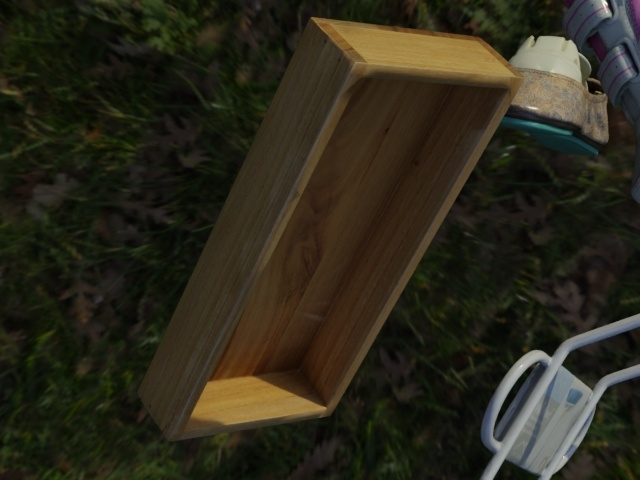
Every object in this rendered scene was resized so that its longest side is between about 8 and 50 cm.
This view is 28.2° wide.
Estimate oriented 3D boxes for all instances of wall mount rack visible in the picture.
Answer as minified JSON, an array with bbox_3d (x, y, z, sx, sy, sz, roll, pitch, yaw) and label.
[{"bbox_3d":[0.305,0.175,1.350,0.130,0.350,0.304,32,89,28],"label":"wall mount rack"}]

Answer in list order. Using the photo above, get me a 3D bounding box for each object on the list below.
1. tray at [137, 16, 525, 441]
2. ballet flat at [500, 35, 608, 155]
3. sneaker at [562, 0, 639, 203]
[{"bbox_3d":[0.000,0.000,1.146,0.076,0.203,0.411,51,126,34],"label":"tray"},{"bbox_3d":[0.239,-0.157,1.338,0.108,0.316,0.106,12,93,20],"label":"ballet flat"},{"bbox_3d":[0.215,-0.138,0.862,0.111,0.103,0.252,6,68,0],"label":"sneaker"}]
